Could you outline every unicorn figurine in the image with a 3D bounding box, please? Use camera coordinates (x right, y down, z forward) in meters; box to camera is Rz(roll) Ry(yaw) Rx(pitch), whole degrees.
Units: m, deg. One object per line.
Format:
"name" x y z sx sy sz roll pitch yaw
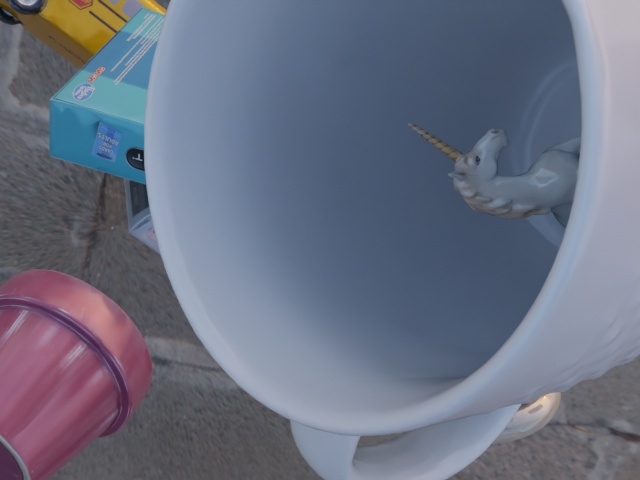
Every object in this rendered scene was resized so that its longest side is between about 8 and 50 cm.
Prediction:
"unicorn figurine" 0.146 -0.040 0.584 0.111 0.060 0.162 -35 135 18

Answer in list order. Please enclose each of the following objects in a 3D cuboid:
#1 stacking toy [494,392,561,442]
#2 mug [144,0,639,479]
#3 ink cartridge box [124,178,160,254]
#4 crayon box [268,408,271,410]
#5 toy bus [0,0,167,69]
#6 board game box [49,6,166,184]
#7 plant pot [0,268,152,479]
"stacking toy" 0.141 0.005 0.861 0.141 0.141 0.330 -10 116 -11
"mug" 0.098 -0.009 0.593 0.328 0.276 0.374 -3 118 -47
"ink cartridge box" -0.156 -0.036 1.255 0.066 0.189 0.232 -33 137 20
"crayon box" 0.000 0.000 1.372 0.106 0.363 0.313 11 128 -25
"toy bus" -0.291 -0.286 1.360 0.332 0.108 0.130 36 76 -25
"board game box" -0.101 -0.143 1.154 0.336 0.254 0.079 17 128 5
"plant pot" -0.303 0.160 1.034 0.201 0.201 0.180 44 42 -9
